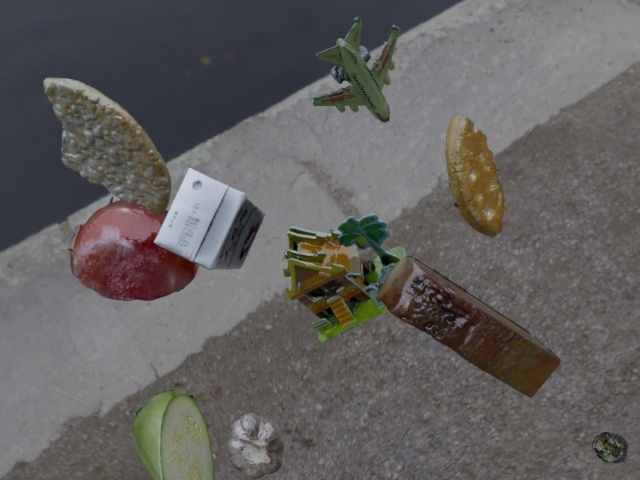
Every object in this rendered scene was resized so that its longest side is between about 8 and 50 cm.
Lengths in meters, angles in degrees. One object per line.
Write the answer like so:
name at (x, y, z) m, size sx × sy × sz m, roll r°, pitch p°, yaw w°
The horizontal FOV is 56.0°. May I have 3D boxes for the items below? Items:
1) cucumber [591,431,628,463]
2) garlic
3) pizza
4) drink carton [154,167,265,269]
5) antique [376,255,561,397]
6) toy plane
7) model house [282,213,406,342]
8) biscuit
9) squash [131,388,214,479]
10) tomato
cucumber at (0.520, 0.368, 1.070) m, size 0.053 × 0.181 × 0.053 m, roll -11°, pitch 68°, yaw 29°
garlic at (-0.161, 0.512, 1.503) m, size 0.147 × 0.102 × 0.159 m, roll -37°, pitch 89°, yaw -9°
pizza at (0.288, -0.116, 1.152) m, size 0.127 × 0.246 × 0.058 m, roll -42°, pitch 25°, yaw -26°
drink carton at (-0.179, -0.025, 1.035) m, size 0.106 × 0.315 × 0.131 m, roll 23°, pitch 88°, yaw 1°
antique at (0.239, 0.139, 0.973) m, size 0.309 × 0.093 × 0.087 m, roll 32°, pitch 100°, yaw -20°
toy plane at (0.038, -0.150, 0.559) m, size 0.102 × 0.111 × 0.040 m, roll -37°, pitch 52°, yaw 4°
model house at (0.050, 0.080, 1.729) m, size 0.357 × 0.313 × 0.243 m, roll -27°, pitch 41°, yaw 26°
biscuit at (-0.331, -0.141, 0.937) m, size 0.188 × 0.266 × 0.040 m, roll -5°, pitch 42°, yaw 33°
squash at (-0.313, 0.489, 1.399) m, size 0.189 × 0.189 × 0.260 m, roll -39°, pitch 38°, yaw -20°
tomato at (-0.433, -0.002, 1.435) m, size 0.308 × 0.170 × 0.309 m, roll 8°, pitch 49°, yaw -9°
